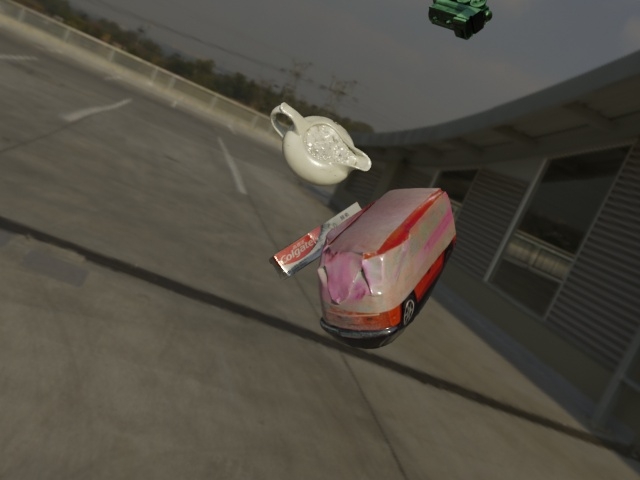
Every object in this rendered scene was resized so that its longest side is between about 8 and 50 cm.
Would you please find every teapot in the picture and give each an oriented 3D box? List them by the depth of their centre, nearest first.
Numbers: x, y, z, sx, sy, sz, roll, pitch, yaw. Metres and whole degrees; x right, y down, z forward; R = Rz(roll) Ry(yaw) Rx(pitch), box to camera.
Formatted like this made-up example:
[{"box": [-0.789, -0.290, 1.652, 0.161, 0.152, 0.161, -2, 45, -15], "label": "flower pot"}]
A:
[{"box": [-0.016, -0.263, 1.876, 0.300, 0.208, 0.166, 35, -19, -13], "label": "teapot"}]

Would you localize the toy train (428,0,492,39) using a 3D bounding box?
[{"box": [0.336, -0.556, 1.656, 0.170, 0.111, 0.071, 37, -23, 43], "label": "toy train"}]

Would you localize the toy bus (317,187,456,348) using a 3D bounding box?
[{"box": [0.101, 0.027, 1.007, 0.128, 0.147, 0.303, 4, 24, 29], "label": "toy bus"}]

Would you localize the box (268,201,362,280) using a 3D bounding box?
[{"box": [0.000, 0.000, 1.346, 0.055, 0.218, 0.039, 57, -24, 1], "label": "box"}]
